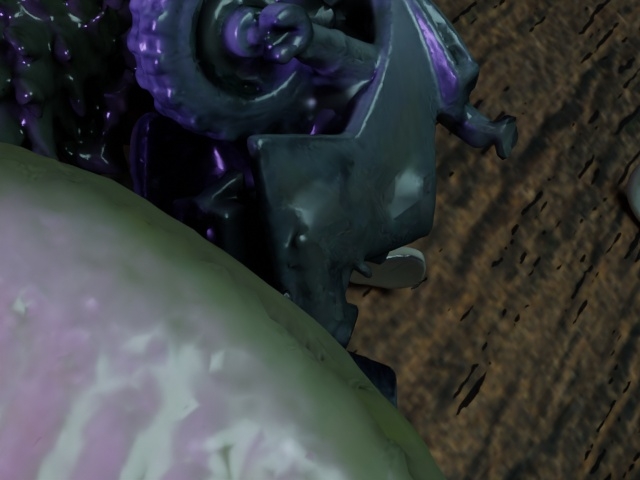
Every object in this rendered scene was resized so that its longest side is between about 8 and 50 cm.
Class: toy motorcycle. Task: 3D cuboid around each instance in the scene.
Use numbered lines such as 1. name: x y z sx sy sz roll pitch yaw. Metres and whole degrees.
1. toy motorcycle: 0.000 0.000 0.607 0.159 0.106 0.270 -22 115 -39

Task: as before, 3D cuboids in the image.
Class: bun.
1. bun: -0.125 0.156 0.384 0.365 0.219 0.365 4 73 -13

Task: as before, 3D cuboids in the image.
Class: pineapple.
1. pineapple: -0.085 -0.103 0.631 0.158 0.158 0.278 42 58 -9

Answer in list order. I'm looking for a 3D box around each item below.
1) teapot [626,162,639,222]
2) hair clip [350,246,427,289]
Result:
1. teapot: 0.274 0.037 0.843 0.245 0.116 0.159 47 58 3
2. hair clip: -0.052 -0.001 0.665 0.226 0.034 0.072 -7 66 -36
